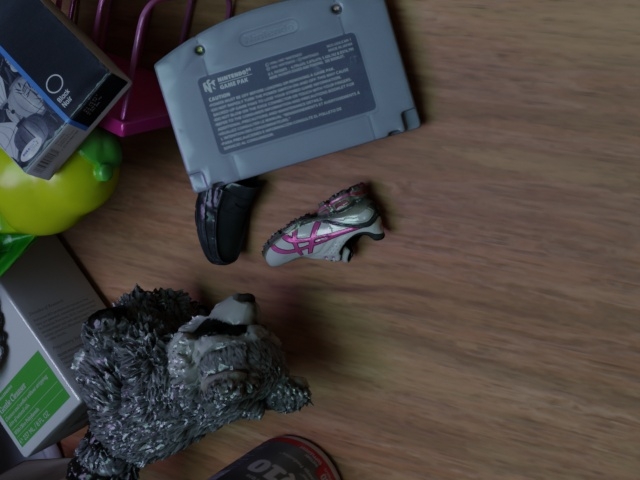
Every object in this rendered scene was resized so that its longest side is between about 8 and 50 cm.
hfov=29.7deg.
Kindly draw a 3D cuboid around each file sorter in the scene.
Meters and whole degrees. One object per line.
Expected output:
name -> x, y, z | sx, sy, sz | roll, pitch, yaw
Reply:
file sorter -> -0.289, -0.286, 1.594 | 0.291, 0.202, 0.182 | 26, 115, 25

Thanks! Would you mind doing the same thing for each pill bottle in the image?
pill bottle -> -0.104, 0.385, 1.619 | 0.161, 0.283, 0.161 | 10, 109, 30

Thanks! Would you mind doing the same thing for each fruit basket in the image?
fruit basket -> -0.430, -0.100, 1.621 | 0.283, 0.392, 0.392 | 41, 124, -7

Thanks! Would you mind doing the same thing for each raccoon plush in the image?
raccoon plush -> -0.173, 0.267, 1.634 | 0.299, 0.216, 0.446 | 29, 120, 42

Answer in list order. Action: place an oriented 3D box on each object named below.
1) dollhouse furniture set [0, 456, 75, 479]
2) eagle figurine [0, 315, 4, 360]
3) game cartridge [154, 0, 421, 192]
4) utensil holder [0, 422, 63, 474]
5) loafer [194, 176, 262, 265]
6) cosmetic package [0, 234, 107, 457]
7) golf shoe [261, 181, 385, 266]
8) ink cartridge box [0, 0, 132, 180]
dollhouse furniture set -> -0.387, 0.521, 1.832 | 0.174, 0.303, 0.355 | -10, 99, 34
eagle figurine -> -0.623, 0.181, 1.753 | 0.226, 0.298, 0.225 | 49, 148, -10
game cartridge -> -0.043, -0.191, 1.477 | 0.294, 0.060, 0.196 | -16, 100, 4
utensil holder -> -0.663, 0.429, 1.972 | 0.385, 0.327, 0.327 | -6, 101, 35
loafer -> -0.119, -0.071, 1.622 | 0.078, 0.076, 0.223 | 16, 109, 37
cosmetic package -> -0.458, 0.117, 1.851 | 0.365, 0.155, 0.197 | 52, 127, 9
golf shoe -> 0.000, 0.000, 1.571 | 0.186, 0.067, 0.086 | -30, 88, 35
ink cartridge box -> -0.397, -0.243, 1.488 | 0.333, 0.065, 0.165 | 44, 98, 19
